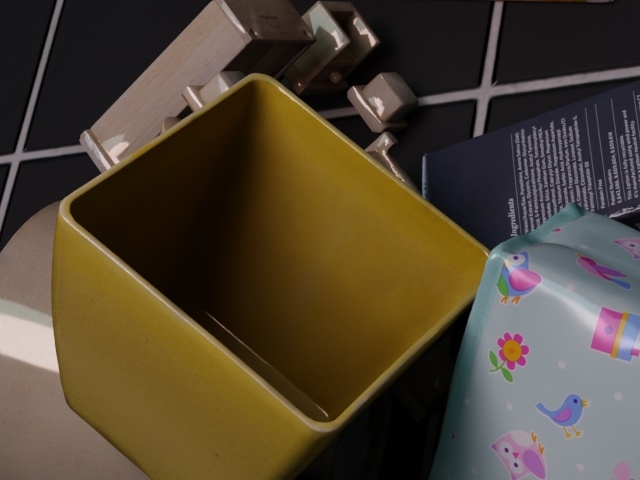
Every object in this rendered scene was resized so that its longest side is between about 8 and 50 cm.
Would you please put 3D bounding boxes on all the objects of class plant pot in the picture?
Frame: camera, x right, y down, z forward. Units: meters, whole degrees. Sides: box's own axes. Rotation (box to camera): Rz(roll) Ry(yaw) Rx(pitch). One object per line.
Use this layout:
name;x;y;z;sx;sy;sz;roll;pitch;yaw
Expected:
plant pot;-0.096;0.126;1.422;0.274;0.256;0.257;16;72;21
plant pot;-0.050;0.057;1.222;0.212;0.187;0.212;40;44;11

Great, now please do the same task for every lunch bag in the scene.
lunch bag;0.193;0.142;1.218;0.223;0.160;0.262;26;118;23

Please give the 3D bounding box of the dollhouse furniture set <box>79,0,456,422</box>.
dollhouse furniture set;0.000;0.000;1.479;0.174;0.303;0.355;-42;76;26

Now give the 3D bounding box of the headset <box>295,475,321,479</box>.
headset;-0.100;0.314;1.234;0.394;0.185;0.243;-23;67;-25

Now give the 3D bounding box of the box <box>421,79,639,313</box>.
box;0.196;-0.014;1.350;0.207;0.153;0.108;-17;54;24

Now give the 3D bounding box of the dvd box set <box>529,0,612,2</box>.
dvd box set;0.004;-0.295;1.549;0.420;0.307;0.062;7;70;36
